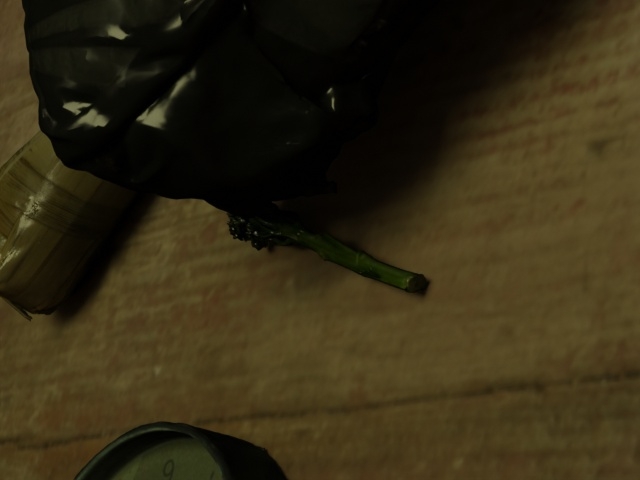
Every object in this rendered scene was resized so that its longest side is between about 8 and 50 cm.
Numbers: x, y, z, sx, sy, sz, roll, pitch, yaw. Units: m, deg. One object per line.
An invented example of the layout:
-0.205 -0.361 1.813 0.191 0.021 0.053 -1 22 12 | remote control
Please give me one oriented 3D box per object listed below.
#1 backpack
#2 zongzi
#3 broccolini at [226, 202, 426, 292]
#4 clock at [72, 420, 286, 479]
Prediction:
-0.002 -0.236 1.347 0.446 0.255 0.363 -39 46 36 | backpack
-0.221 -0.057 1.673 0.194 0.099 0.197 -52 29 16 | zongzi
0.000 -0.001 1.383 0.218 0.044 0.042 18 83 54 | broccolini
-0.121 0.258 1.365 0.281 0.055 0.280 -32 45 38 | clock
